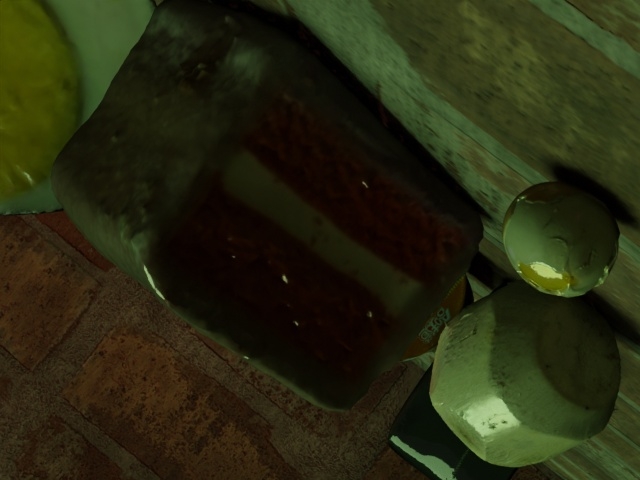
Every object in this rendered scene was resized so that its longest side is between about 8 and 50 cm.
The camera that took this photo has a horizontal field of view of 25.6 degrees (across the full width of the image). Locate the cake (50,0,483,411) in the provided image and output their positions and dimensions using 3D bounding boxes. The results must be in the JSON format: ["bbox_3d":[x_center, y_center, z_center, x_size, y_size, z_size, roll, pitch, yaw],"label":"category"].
[{"bbox_3d":[-0.045,-0.029,1.221,0.309,0.237,0.230,39,177,-34],"label":"cake"}]

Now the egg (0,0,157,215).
[{"bbox_3d":[-0.297,-0.202,1.326,0.337,0.337,0.201,40,-161,-19],"label":"egg"}]

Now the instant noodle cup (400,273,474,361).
[{"bbox_3d":[0.094,0.057,1.522,0.168,0.168,0.185,37,-178,18],"label":"instant noodle cup"}]

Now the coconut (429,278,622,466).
[{"bbox_3d":[0.179,0.120,1.263,0.161,0.161,0.162,40,142,-19],"label":"coconut"}]

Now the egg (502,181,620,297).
[{"bbox_3d":[0.153,-0.004,0.914,0.071,0.071,0.083,42,175,-37],"label":"egg"}]

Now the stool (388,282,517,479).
[{"bbox_3d":[0.180,0.168,1.478,0.141,0.232,0.232,36,175,12],"label":"stool"}]
